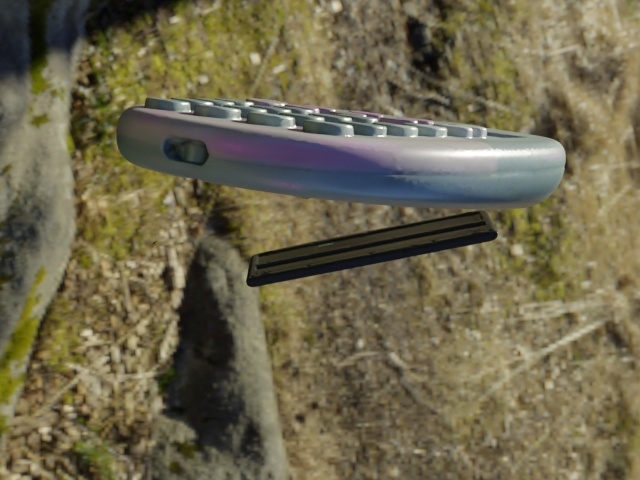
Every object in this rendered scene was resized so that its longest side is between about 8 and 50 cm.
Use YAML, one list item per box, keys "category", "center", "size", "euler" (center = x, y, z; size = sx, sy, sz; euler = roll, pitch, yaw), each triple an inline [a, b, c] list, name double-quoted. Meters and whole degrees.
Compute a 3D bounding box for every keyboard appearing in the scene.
- category: "keyboard"
  center: [0.001, 0.013, 1.235]
  size: [0.103, 0.381, 0.041]
  euler: [-88, 173, -72]

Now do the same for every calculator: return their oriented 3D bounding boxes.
- category: "calculator"
  center: [0.023, -0.046, 0.579]
  size: [0.299, 0.186, 0.041]
  euler: [-7, 105, -59]
